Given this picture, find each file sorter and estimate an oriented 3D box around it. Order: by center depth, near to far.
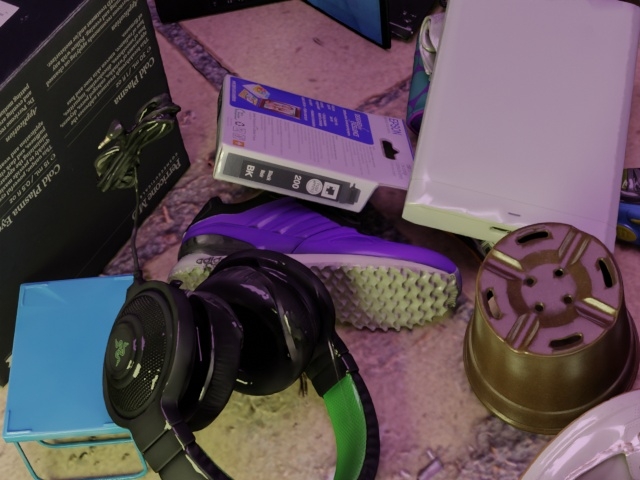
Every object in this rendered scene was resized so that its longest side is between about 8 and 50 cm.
[{"bbox_3d":[-0.222,0.133,1.315,0.118,0.104,0.170,-5,52,3],"label":"file sorter"}]

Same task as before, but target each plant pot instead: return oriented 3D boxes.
[{"bbox_3d":[0.204,0.072,1.247,0.166,0.165,0.167,-4,66,9],"label":"plant pot"}]

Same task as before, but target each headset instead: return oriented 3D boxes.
[{"bbox_3d":[-0.081,0.071,1.226,0.243,0.185,0.394,-18,69,-51],"label":"headset"}]

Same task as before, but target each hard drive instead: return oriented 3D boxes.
[{"bbox_3d":[0.209,-0.132,1.398,0.203,0.040,0.308,14,60,0],"label":"hard drive"}]

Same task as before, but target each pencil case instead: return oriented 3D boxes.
[{"bbox_3d":[0.135,-0.178,1.542,0.070,0.064,0.152,-3,51,14],"label":"pencil case"}]

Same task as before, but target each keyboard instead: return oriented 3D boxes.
[{"bbox_3d":[0.126,-0.309,1.671,0.108,0.023,0.180,24,59,14],"label":"keyboard"}]

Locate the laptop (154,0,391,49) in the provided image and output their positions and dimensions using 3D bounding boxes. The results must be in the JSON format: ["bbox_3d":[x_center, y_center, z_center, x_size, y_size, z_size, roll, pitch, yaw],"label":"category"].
[{"bbox_3d":[-0.067,-0.317,1.569,0.264,0.234,0.137,-11,51,-2],"label":"laptop"}]

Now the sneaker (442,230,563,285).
[{"bbox_3d":[0.181,-0.021,1.400,0.215,0.083,0.084,33,60,27],"label":"sneaker"}]

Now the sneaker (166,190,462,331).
[{"bbox_3d":[0.000,-0.001,1.394,0.293,0.102,0.146,4,52,11],"label":"sneaker"}]

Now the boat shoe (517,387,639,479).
[{"bbox_3d":[0.295,0.185,1.210,0.277,0.098,0.096,-28,52,-16],"label":"boat shoe"}]

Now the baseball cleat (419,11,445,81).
[{"bbox_3d":[0.172,-0.237,1.509,0.109,0.072,0.206,25,49,0],"label":"baseball cleat"}]

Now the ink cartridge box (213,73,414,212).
[{"bbox_3d":[-0.006,-0.097,1.439,0.208,0.045,0.206,13,24,-8],"label":"ink cartridge box"}]

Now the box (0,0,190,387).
[{"bbox_3d":[-0.317,-0.092,1.374,0.178,0.313,0.343,23,57,24],"label":"box"}]

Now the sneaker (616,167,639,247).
[{"bbox_3d":[0.307,-0.044,1.421,0.188,0.067,0.078,25,44,23],"label":"sneaker"}]
